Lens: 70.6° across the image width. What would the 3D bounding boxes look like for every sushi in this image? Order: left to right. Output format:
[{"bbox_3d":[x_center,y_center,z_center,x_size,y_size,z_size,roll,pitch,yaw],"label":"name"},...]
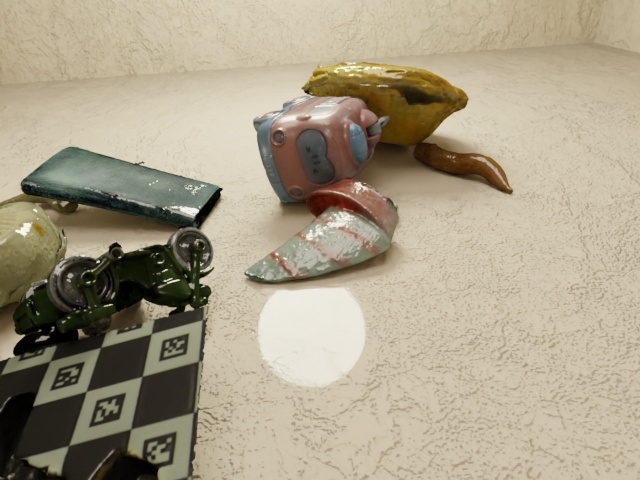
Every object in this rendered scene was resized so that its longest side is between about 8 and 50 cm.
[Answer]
[{"bbox_3d":[-0.269,0.247,0.430,0.343,0.064,0.359,-15,37,1],"label":"sushi"}]

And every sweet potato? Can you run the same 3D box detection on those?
[{"bbox_3d":[0.347,-0.187,1.096,0.067,0.059,0.281,-36,42,-29],"label":"sweet potato"}]

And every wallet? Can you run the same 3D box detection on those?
[{"bbox_3d":[-0.421,-0.119,0.990,0.379,0.046,0.190,13,34,0],"label":"wallet"}]

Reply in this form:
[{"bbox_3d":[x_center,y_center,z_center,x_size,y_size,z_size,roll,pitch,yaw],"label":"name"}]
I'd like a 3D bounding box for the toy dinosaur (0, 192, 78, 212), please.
[{"bbox_3d":[-0.658,-0.104,1.063,0.200,0.072,0.251,3,40,26],"label":"toy dinosaur"}]

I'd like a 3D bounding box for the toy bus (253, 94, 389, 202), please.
[{"bbox_3d":[0.011,-0.216,0.998,0.232,0.197,0.294,-4,26,29],"label":"toy bus"}]

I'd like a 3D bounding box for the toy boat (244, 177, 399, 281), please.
[{"bbox_3d":[0.000,0.000,0.815,0.282,0.096,0.206,-36,54,-28],"label":"toy boat"}]

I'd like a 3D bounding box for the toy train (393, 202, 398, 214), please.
[{"bbox_3d":[0.131,-0.066,0.943,0.053,0.033,0.083,-25,38,-37],"label":"toy train"}]

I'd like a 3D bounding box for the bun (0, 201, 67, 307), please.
[{"bbox_3d":[-0.536,0.037,0.735,0.239,0.141,0.239,-7,32,5],"label":"bun"}]

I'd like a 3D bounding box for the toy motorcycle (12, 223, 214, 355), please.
[{"bbox_3d":[-0.293,0.077,0.654,0.205,0.127,0.275,-25,-5,41],"label":"toy motorcycle"}]

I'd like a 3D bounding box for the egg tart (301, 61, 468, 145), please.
[{"bbox_3d":[0.163,-0.352,1.212,0.444,0.178,0.443,6,12,-1],"label":"egg tart"}]
